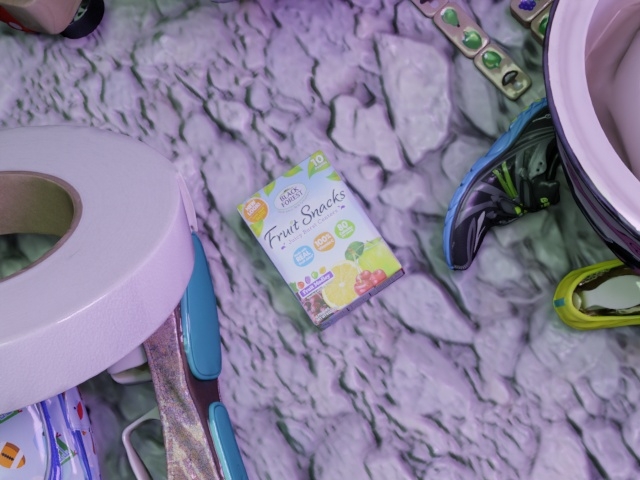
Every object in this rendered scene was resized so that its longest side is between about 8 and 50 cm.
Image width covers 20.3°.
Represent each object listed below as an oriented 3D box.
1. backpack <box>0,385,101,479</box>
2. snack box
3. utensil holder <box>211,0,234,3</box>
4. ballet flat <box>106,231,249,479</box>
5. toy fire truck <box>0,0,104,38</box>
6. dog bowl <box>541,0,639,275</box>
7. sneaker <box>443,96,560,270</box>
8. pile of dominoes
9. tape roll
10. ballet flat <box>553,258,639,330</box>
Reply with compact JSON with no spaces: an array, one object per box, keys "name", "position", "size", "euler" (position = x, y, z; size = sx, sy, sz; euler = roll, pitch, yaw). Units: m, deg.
[{"name":"backpack","position":[-0.319,0.210,1.632],"size":[0.276,0.213,0.263],"euler":[-22,88,1]},{"name":"snack box","position":[0.000,0.000,1.702],"size":[0.100,0.037,0.141],"euler":[-34,77,0]},{"name":"utensil holder","position":[0.047,-0.405,1.606],"size":[0.385,0.327,0.328],"euler":[-12,78,14]},{"name":"ballet flat","position":[-0.140,0.145,1.664],"size":[0.106,0.107,0.316],"euler":[-14,76,13]},{"name":"toy fire truck","position":[-0.318,-0.338,1.770],"size":[0.246,0.158,0.217],"euler":[17,76,31]},{"name":"dog bowl","position":[0.389,-0.114,1.569],"size":[0.408,0.150,0.408],"euler":[1,67,-2]},{"name":"sneaker","position":[0.180,-0.048,1.670],"size":[0.078,0.067,0.188],"euler":[37,84,19]},{"name":"pile of dominoes","position":[0.182,-0.277,1.726],"size":[0.196,0.040,0.251],"euler":[-43,77,-1]},{"name":"tape roll","position":[-0.304,0.020,1.594],"size":[0.392,0.392,0.072],"euler":[-8,122,6]},{"name":"ballet flat","position":[0.327,0.040,1.627],"size":[0.231,0.077,0.077],"euler":[-10,82,6]}]
